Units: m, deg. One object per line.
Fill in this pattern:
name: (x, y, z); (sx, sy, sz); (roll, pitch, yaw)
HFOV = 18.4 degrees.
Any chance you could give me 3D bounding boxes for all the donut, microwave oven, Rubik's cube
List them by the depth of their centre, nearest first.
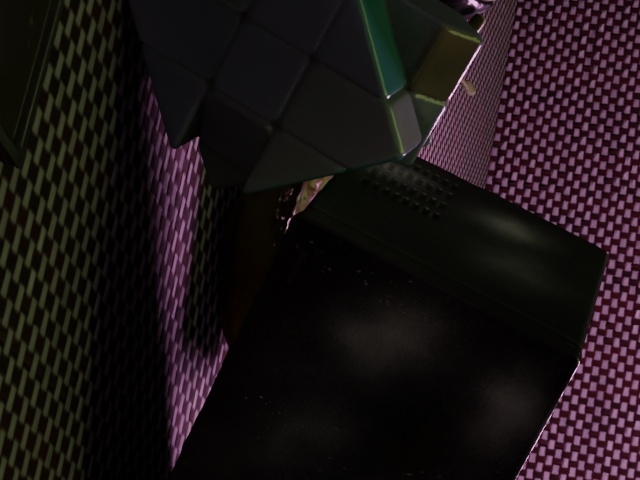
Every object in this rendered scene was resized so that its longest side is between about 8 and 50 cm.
Rubik's cube: (-0.005, -0.158, 1.522); (0.213, 0.265, 0.224); (-39, 116, -68)
microwave oven: (0.030, 0.175, 1.626); (0.432, 0.236, 0.374); (-63, 175, 17)
donut: (0.000, 0.029, 1.909); (0.272, 0.107, 0.272); (-12, 105, -52)

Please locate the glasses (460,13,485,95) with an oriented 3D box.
glasses: (0.095, -0.185, 2.241); (0.207, 0.102, 0.239); (-34, 162, -34)

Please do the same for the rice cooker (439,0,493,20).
rice cooker: (0.160, -0.365, 2.242); (0.226, 0.244, 0.226); (35, 46, -47)

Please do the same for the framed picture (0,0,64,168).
framed picture: (-0.193, -0.186, 1.150); (0.281, 0.019, 0.209); (70, 29, -68)
